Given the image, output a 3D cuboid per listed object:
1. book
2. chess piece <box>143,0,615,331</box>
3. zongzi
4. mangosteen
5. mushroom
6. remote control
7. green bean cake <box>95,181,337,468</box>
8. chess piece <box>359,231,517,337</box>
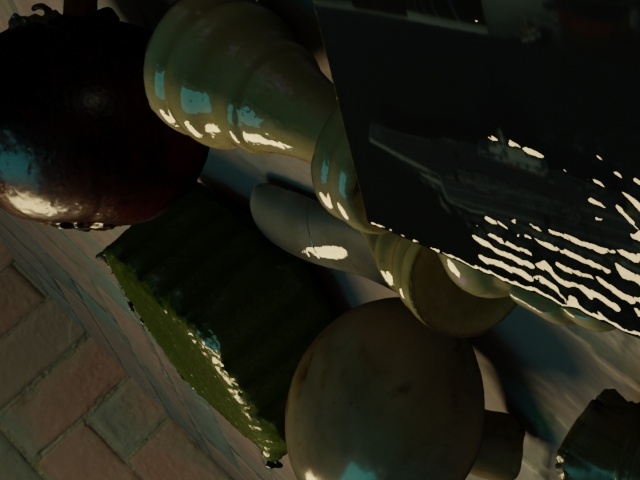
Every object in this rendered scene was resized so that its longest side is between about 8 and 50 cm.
[{"bbox_3d":[0.063,-0.139,0.550,0.262,0.028,0.373,26,138,53],"label":"book"},{"bbox_3d":[0.043,-0.054,0.804,0.397,0.117,0.117,32,157,39],"label":"chess piece"},{"bbox_3d":[0.270,0.177,0.860,0.189,0.081,0.178,23,175,27],"label":"zongzi"},{"bbox_3d":[-0.218,-0.139,1.135,0.235,0.236,0.261,175,94,-69],"label":"mangosteen"},{"bbox_3d":[0.084,0.159,1.093,0.215,0.207,0.207,18,176,-25],"label":"mushroom"},{"bbox_3d":[0.000,0.000,1.137,0.229,0.044,0.073,26,150,51],"label":"remote control"},{"bbox_3d":[-0.091,0.084,1.357,0.250,0.156,0.247,31,155,46],"label":"green bean cake"},{"bbox_3d":[0.068,0.000,0.934,0.090,0.090,0.200,56,173,-24],"label":"chess piece"}]
